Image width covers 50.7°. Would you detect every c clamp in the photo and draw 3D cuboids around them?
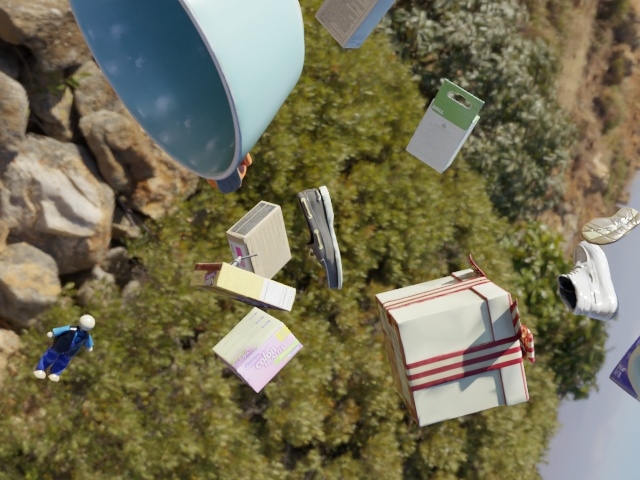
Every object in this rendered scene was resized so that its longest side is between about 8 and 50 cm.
[{"bbox_3d":[-0.254,0.081,1.781,0.022,0.137,0.161,65,28,-16],"label":"c clamp"}]

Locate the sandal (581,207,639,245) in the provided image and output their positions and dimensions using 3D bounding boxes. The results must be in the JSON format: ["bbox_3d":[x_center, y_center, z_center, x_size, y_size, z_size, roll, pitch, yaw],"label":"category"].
[{"bbox_3d":[0.700,-0.025,1.620,0.180,0.072,0.049,-23,146,-24],"label":"sandal"}]

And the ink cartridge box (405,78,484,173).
[{"bbox_3d":[0.301,-0.276,1.605,0.062,0.109,0.209,-39,161,-50],"label":"ink cartridge box"}]

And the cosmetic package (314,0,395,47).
[{"bbox_3d":[0.138,-0.777,2.129,0.309,0.160,0.113,-46,166,33],"label":"cosmetic package"}]

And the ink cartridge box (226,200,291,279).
[{"bbox_3d":[-0.202,0.018,2.260,0.193,0.088,0.235,-44,140,-36],"label":"ink cartridge box"}]

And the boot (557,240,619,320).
[{"bbox_3d":[0.680,0.093,1.766,0.258,0.123,0.095,-91,-166,-47],"label":"boot"}]

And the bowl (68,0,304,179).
[{"bbox_3d":[-0.137,-0.242,0.770,0.163,0.311,0.311,-40,142,-25],"label":"bowl"}]

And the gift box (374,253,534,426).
[{"bbox_3d":[0.270,0.189,1.354,0.255,0.258,0.276,-120,-162,-74],"label":"gift box"}]

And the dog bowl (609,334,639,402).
[{"bbox_3d":[0.799,0.254,1.574,0.265,0.104,0.265,-37,150,-26],"label":"dog bowl"}]

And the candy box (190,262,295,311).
[{"bbox_3d":[-0.157,0.096,1.380,0.186,0.109,0.053,25,72,-37],"label":"candy box"}]

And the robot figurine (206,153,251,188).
[{"bbox_3d":[-0.293,-0.232,1.933,0.128,0.158,0.219,-52,151,-18],"label":"robot figurine"}]

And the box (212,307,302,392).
[{"bbox_3d":[-0.217,0.363,2.278,0.213,0.243,0.117,-45,115,-16],"label":"box"}]

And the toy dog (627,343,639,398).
[{"bbox_3d":[0.661,0.163,0.994,0.395,0.284,0.408,56,31,-3],"label":"toy dog"}]

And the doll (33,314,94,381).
[{"bbox_3d":[-0.607,0.254,1.631,0.189,0.046,0.129,-52,136,9],"label":"doll"}]

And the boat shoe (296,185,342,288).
[{"bbox_3d":[0.000,0.000,1.463,0.081,0.068,0.228,-138,-142,-81],"label":"boat shoe"}]

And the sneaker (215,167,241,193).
[{"bbox_3d":[-0.249,-0.218,1.597,0.083,0.118,0.222,-23,150,-16],"label":"sneaker"}]
